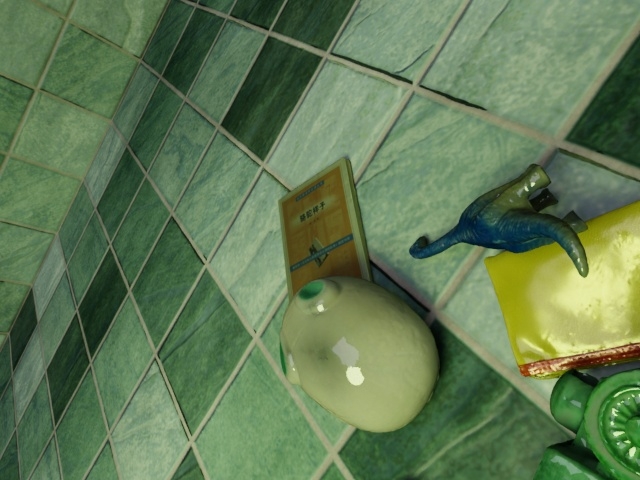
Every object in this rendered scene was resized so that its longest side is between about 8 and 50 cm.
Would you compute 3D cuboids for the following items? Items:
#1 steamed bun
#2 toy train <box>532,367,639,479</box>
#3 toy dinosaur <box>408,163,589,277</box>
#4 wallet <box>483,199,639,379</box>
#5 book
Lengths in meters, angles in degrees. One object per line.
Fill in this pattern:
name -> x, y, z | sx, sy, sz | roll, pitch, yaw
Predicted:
steamed bun -> 0.032, 0.136, 0.569 | 0.228, 0.131, 0.177 | 37, 107, 40
toy train -> 0.280, 0.203, 0.305 | 0.266, 0.145, 0.201 | 25, 96, 46
toy dinosaur -> 0.170, 0.003, 0.473 | 0.188, 0.075, 0.247 | -38, 12, 22
wallet -> 0.289, 0.043, 0.418 | 0.241, 0.067, 0.141 | -27, 62, 40
book -> -0.001, 0.000, 0.737 | 0.170, 0.018, 0.241 | -29, 57, 34
